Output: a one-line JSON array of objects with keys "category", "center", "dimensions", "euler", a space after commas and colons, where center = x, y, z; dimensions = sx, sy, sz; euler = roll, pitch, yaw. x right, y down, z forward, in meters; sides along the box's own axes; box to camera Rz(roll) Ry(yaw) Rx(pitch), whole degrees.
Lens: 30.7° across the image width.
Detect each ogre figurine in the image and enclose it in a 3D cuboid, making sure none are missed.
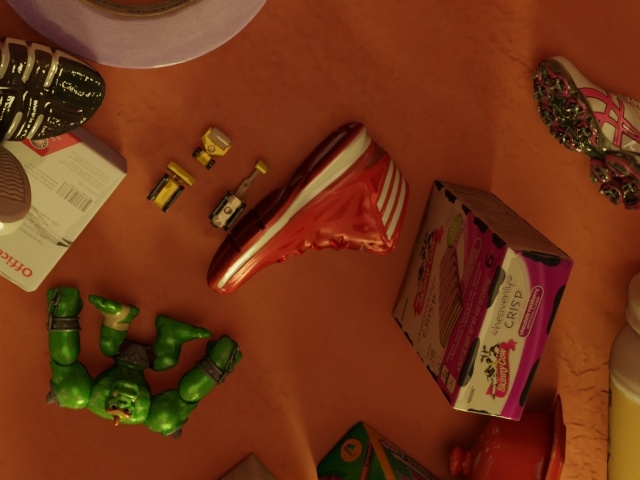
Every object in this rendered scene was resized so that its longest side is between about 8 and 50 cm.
[{"category": "ogre figurine", "center": [-0.187, 0.127, 1.166], "dimensions": [0.197, 0.097, 0.118], "euler": [19, 85, -30]}]

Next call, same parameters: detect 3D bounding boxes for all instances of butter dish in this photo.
[{"category": "butter dish", "center": [0.196, 0.249, 1.253], "dimensions": [0.118, 0.160, 0.160], "euler": [12, 105, 11]}]

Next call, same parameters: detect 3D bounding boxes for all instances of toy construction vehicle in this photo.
[{"category": "toy construction vehicle", "center": [-0.110, -0.058, 1.152], "dimensions": [0.086, 0.035, 0.098], "euler": [36, 96, -7]}]

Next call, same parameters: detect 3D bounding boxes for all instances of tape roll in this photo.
[{"category": "tape roll", "center": [-0.164, -0.295, 1.034], "dimensions": [0.274, 0.090, 0.275], "euler": [-3, 107, -9]}]

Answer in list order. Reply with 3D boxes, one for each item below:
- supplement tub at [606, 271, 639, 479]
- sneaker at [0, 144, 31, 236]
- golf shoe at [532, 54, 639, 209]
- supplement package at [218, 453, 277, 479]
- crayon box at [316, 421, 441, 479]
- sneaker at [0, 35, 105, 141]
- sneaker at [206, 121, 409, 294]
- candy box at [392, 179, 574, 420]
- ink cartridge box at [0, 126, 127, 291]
[{"category": "supplement tub", "center": [0.421, 0.205, 1.213], "dimensions": [0.241, 0.241, 0.331], "euler": [-6, 108, -8]}, {"category": "sneaker", "center": [-0.349, -0.029, 1.026], "dimensions": [0.094, 0.256, 0.151], "euler": [2, 116, -49]}, {"category": "golf shoe", "center": [0.287, -0.122, 1.188], "dimensions": [0.186, 0.067, 0.086], "euler": [49, 66, -17]}, {"category": "supplement package", "center": [-0.118, 0.371, 1.228], "dimensions": [0.244, 0.134, 0.139], "euler": [-38, 110, 3]}, {"category": "crayon box", "center": [0.131, 0.330, 1.242], "dimensions": [0.278, 0.165, 0.081], "euler": [39, 98, -18]}, {"category": "sneaker", "center": [-0.325, -0.178, 0.984], "dimensions": [0.281, 0.162, 0.106], "euler": [2, 140, -41]}, {"category": "sneaker", "center": [0.000, 0.000, 1.158], "dimensions": [0.221, 0.087, 0.128], "euler": [-43, 108, 6]}, {"category": "candy box", "center": [0.147, 0.049, 1.120], "dimensions": [0.071, 0.233, 0.159], "euler": [13, 104, -13]}, {"category": "ink cartridge box", "center": [-0.272, -0.044, 1.107], "dimensions": [0.109, 0.063, 0.150], "euler": [37, 99, -18]}]
